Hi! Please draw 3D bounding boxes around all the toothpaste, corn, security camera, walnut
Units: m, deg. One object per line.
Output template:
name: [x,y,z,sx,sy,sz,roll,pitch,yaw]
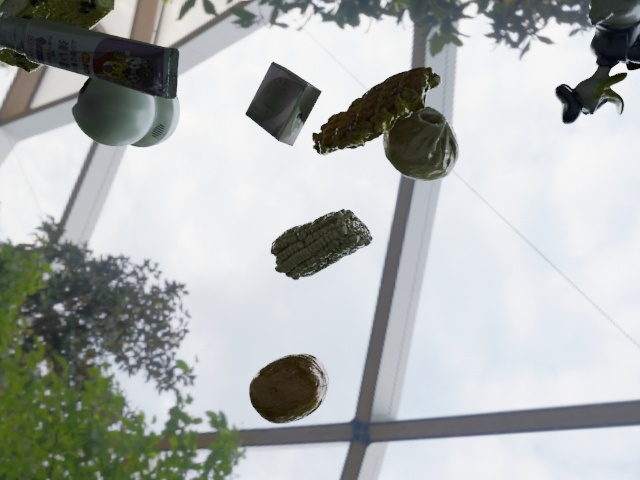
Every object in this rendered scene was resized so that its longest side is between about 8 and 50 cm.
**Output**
toothpaste: [-0.388,-0.313,1.075,0.114,0.299,0.073,110,-9,-51]
corn: [0.000,0.000,0.996,0.211,0.087,0.087,-29,-112,48]
security camera: [-0.459,-0.306,1.485,0.195,0.236,0.194,4,-78,17]
walnut: [-0.076,0.361,1.561,0.197,0.165,0.165,-33,-117,9]

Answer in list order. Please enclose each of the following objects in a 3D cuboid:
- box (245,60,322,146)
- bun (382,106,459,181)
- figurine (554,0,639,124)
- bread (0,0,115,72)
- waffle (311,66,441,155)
box: [-0.080,-0.285,1.330,0.130,0.051,0.129,42,-72,36]
bun: [0.239,-0.241,1.485,0.128,0.178,0.193,117,-21,-54]
figurine: [0.585,-0.386,1.295,0.204,0.284,0.338,43,-70,43]
bread: [-0.582,-0.459,1.338,0.361,0.138,0.077,-15,-111,39]
waffle: [0.121,-0.289,1.408,0.068,0.325,0.302,54,-16,-18]
